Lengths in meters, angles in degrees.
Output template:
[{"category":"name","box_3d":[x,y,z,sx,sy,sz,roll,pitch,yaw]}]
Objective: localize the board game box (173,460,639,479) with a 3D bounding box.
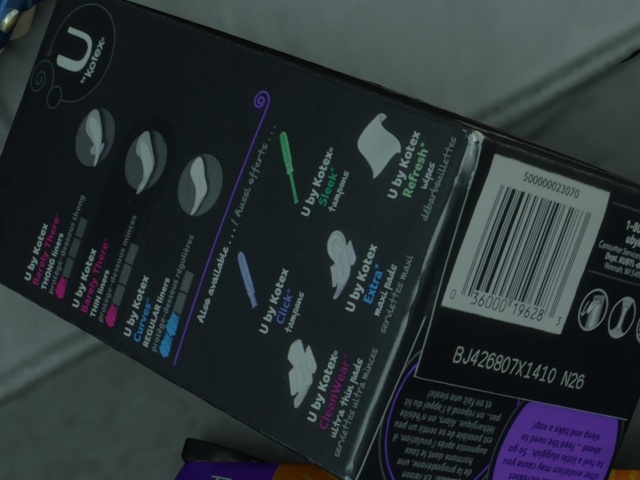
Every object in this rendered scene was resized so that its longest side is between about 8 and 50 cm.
[{"category":"board game box","box_3d":[0.086,0.316,0.780,0.356,0.356,0.356,0,104,9]}]

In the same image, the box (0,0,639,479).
[{"category":"box","box_3d":[0.000,0.000,0.860,0.270,0.165,0.143,24,96,44]}]

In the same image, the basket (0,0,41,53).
[{"category":"basket","box_3d":[-0.237,-0.177,0.920,0.255,0.201,0.289,37,127,6]}]

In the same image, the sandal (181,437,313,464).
[{"category":"sandal","box_3d":[0.020,0.120,0.971,0.179,0.067,0.040,20,79,9]}]
